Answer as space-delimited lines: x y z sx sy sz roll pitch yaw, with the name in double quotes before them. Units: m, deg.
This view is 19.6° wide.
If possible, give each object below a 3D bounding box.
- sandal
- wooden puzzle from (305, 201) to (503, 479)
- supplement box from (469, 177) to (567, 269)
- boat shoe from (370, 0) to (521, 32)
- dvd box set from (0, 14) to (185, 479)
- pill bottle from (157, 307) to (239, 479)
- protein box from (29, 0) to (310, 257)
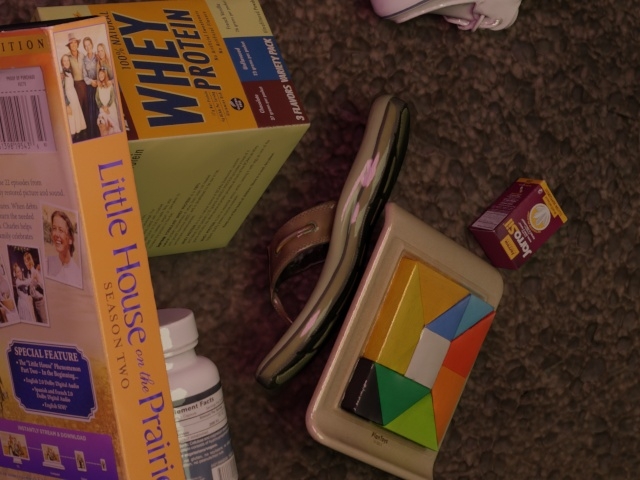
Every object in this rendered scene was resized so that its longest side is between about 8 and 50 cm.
"sandal" 0.001 -0.001 1.741 0.086 0.120 0.303 20 78 7
"wooden puzzle" 0.092 0.107 1.791 0.221 0.044 0.239 30 76 -50
"supplement box" 0.202 -0.018 1.887 0.083 0.043 0.055 -44 116 -21
"boat shoe" 0.165 -0.246 1.815 0.258 0.095 0.084 -22 101 -27
"dvd box set" -0.246 0.041 1.462 0.062 0.307 0.420 -18 103 -43
"pill bottle" -0.138 0.157 1.654 0.108 0.108 0.180 -16 102 -30
"protein box" -0.153 -0.089 1.548 0.201 0.200 0.136 -8 63 -31
